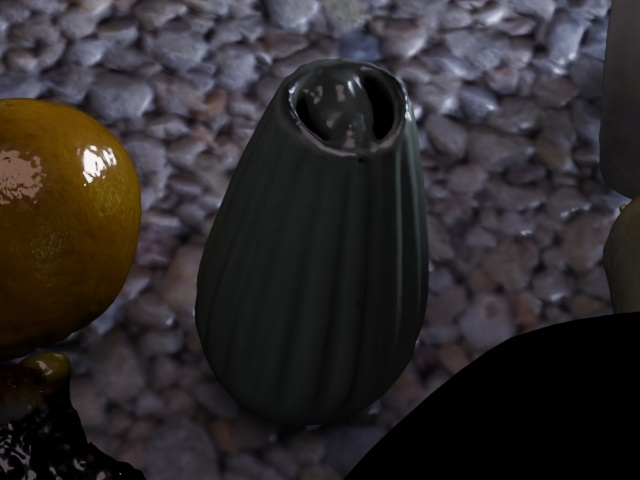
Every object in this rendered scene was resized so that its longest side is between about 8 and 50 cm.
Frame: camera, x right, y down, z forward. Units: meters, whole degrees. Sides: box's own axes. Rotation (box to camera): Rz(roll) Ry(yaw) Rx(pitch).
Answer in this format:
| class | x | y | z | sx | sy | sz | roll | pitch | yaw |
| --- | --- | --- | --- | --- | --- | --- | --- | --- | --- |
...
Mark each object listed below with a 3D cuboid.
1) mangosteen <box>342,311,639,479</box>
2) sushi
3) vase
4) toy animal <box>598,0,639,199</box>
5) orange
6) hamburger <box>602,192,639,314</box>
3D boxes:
| class | x | y | z | sx | sy | sz | roll | pitch | yaw |
| --- | --- | --- | --- | --- | --- | --- | --- | --- | --- |
| mangosteen | 0.182 | 0.227 | 0.864 | 0.435 | 0.382 | 0.382 | 23 | 49 | -33 |
| sushi | -0.192 | 0.121 | 0.984 | 0.172 | 0.153 | 0.150 | -29 | 84 | -2 |
| vase | 0.000 | 0.000 | 1.030 | 0.128 | 0.248 | 0.128 | 3 | 57 | -5 |
| toy animal | 0.349 | -0.108 | 1.152 | 0.368 | 0.241 | 0.196 | 20 | 58 | 6 |
| orange | -0.174 | -0.003 | 1.069 | 0.159 | 0.159 | 0.136 | -15 | 83 | -17 |
| hamburger | 0.273 | 0.038 | 1.023 | 0.227 | 0.295 | 0.151 | 4 | 67 | 29 |
